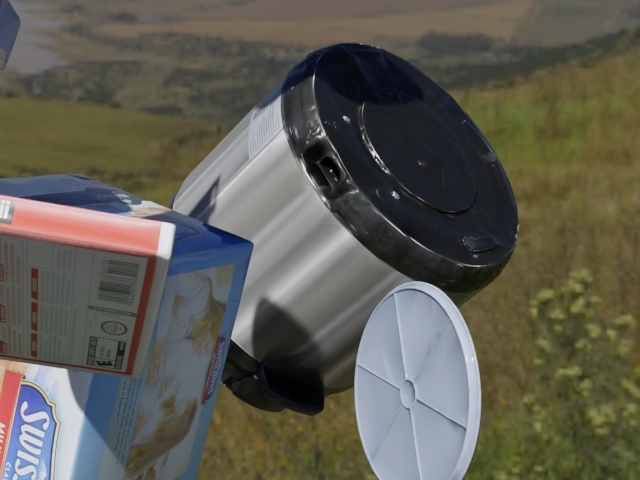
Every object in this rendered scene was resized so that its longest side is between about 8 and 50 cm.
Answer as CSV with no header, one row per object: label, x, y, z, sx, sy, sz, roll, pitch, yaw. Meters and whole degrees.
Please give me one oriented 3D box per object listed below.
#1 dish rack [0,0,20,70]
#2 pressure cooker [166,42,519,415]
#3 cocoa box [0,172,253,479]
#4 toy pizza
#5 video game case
dish rack,-0.171,-0.249,0.707,0.072,0.333,0.285,18,-23,-12
pressure cooker,-0.005,-0.004,1.611,0.420,0.375,0.370,-42,-7,34
cocoa box,-0.244,0.135,1.176,0.228,0.347,0.231,20,14,25
toy pizza,0.091,0.137,1.121,0.032,0.201,0.201,3,13,-28
video game case,-0.239,0.020,0.747,0.285,0.025,0.204,9,-27,-9
